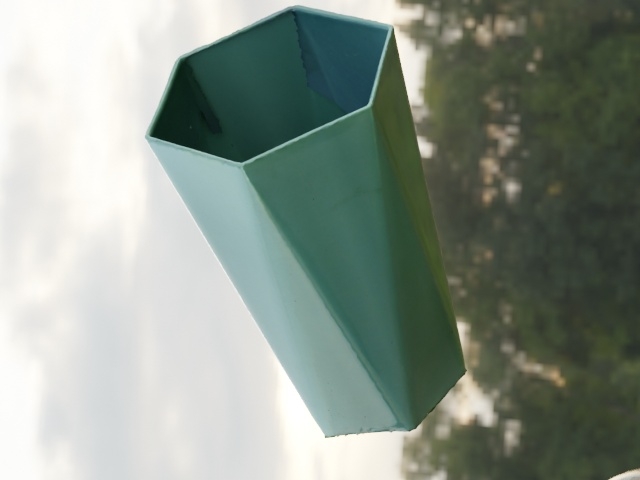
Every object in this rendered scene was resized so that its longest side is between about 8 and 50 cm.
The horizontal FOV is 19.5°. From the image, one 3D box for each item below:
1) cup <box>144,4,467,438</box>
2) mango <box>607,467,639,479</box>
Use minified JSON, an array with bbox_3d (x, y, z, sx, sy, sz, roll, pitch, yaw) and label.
[{"bbox_3d":[0.000,0.000,1.083,0.134,0.148,0.235,-41,-47,-28],"label":"cup"},{"bbox_3d":[0.154,0.165,0.765,0.262,0.157,0.109,58,-139,-66],"label":"mango"}]
